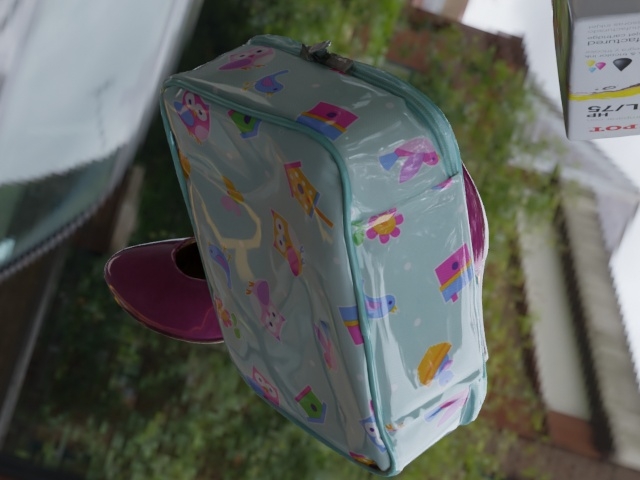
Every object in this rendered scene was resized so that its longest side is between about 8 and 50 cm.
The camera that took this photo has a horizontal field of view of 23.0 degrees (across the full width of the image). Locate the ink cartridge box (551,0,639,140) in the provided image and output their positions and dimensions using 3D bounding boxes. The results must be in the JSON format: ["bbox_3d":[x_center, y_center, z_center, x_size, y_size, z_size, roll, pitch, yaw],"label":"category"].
[{"bbox_3d":[0.298,-0.226,1.334,0.270,0.198,0.197,64,22,-72],"label":"ink cartridge box"}]

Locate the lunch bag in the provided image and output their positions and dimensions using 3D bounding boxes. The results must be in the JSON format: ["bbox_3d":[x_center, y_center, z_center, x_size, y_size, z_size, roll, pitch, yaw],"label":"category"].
[{"bbox_3d":[0.000,0.000,1.056,0.224,0.108,0.279,29,-42,48],"label":"lunch bag"}]

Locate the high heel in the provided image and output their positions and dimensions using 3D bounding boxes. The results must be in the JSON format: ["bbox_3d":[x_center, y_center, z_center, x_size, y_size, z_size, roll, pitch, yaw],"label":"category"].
[{"bbox_3d":[-0.031,-0.010,1.258,0.127,0.377,0.181,-37,126,-51],"label":"high heel"}]
